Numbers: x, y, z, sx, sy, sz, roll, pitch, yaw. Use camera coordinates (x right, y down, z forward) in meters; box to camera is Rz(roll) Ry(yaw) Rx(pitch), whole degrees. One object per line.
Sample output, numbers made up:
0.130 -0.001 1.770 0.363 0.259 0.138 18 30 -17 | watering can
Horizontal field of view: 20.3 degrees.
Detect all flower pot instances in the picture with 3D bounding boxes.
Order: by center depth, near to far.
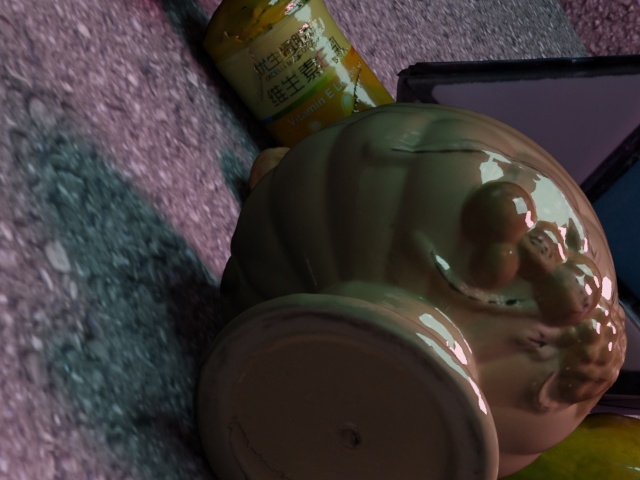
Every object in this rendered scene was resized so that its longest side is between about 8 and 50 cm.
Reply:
0.055 0.077 1.268 0.307 0.307 0.244 53 35 -15 | flower pot

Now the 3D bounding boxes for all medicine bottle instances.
-0.009 -0.141 1.685 0.239 0.124 0.124 52 19 -15 | medicine bottle

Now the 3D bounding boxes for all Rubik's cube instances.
0.247 0.000 1.645 0.307 0.310 0.305 26 68 -67 | Rubik's cube

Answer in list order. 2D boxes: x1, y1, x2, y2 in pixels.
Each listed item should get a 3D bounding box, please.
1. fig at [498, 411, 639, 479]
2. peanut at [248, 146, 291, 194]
0.221 0.231 1.565 0.314 0.233 0.233 35 15 12 | fig
-0.002 0.000 1.551 0.193 0.089 0.089 61 18 21 | peanut
